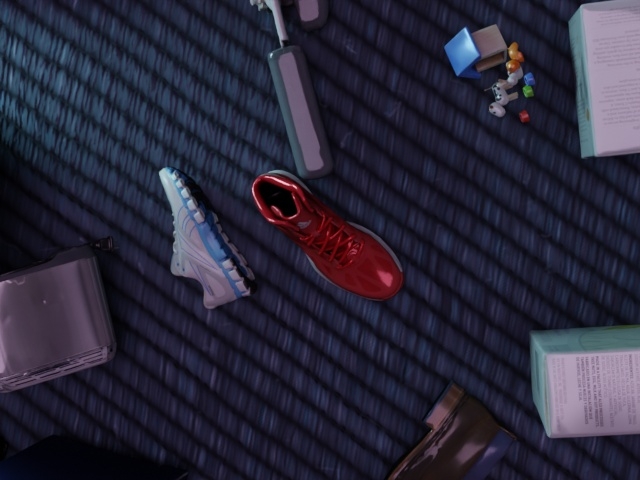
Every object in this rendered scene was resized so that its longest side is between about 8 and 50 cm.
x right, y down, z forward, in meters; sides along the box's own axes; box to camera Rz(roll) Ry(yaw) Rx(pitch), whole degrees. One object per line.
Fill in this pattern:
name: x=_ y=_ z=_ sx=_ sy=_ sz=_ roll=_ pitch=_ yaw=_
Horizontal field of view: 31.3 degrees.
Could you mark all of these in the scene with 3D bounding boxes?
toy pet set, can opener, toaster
toy pet set: x=0.196 y=-0.195 z=1.336 sx=0.065 sy=0.122 sz=0.114 roll=-21 pitch=71 yaw=0
can opener: x=-0.022 y=-0.213 z=1.379 sx=0.093 sy=0.074 sz=0.280 roll=-10 pitch=92 yaw=6
toaster: x=-0.342 y=0.093 z=1.394 sx=0.227 sy=0.129 sz=0.146 roll=-17 pitch=95 yaw=-17

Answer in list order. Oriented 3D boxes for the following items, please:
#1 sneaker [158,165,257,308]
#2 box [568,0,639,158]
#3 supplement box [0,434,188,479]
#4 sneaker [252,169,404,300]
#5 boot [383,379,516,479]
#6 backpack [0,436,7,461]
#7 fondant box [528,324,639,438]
sneaker: x=-0.160 y=0.000 z=1.410 sx=0.083 sy=0.071 sz=0.190 roll=-29 pitch=89 yaw=13
box: x=0.344 y=-0.183 z=1.311 sx=0.091 sy=0.130 sz=0.170 roll=-6 pitch=93 yaw=6
supplement box: x=-0.307 y=0.443 z=1.366 sx=0.194 sy=0.195 sz=0.356 roll=13 pitch=97 yaw=12
sneaker: x=0.000 y=0.000 z=1.359 sx=0.221 sy=0.128 sz=0.087 roll=35 pitch=97 yaw=5
boot: x=0.141 y=0.288 z=1.380 sx=0.106 sy=0.082 sz=0.219 roll=33 pitch=94 yaw=7
backpack: x=-0.477 y=0.314 z=1.398 sx=0.144 sy=0.188 sz=0.165 roll=-5 pitch=93 yaw=7
fondant box: x=0.405 y=0.145 z=1.264 sx=0.330 sy=0.238 sz=0.096 roll=-3 pitch=91 yaw=7
